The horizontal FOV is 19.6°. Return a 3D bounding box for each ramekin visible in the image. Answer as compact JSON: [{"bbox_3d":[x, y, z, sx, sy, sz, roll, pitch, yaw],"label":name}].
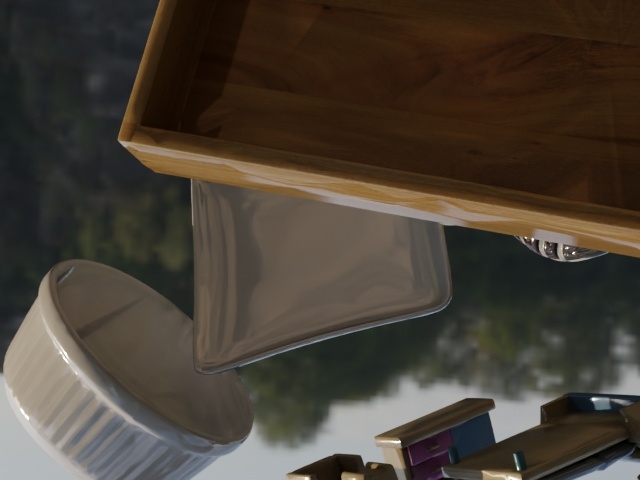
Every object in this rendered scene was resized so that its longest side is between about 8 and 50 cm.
[{"bbox_3d":[-0.213,0.155,1.960,0.273,0.127,0.273,38,-163,-14],"label":"ramekin"}]

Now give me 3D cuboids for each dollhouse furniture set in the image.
[{"bbox_3d":[0.180,0.290,1.873,0.286,0.198,0.303,-19,-173,-34],"label":"dollhouse furniture set"}]

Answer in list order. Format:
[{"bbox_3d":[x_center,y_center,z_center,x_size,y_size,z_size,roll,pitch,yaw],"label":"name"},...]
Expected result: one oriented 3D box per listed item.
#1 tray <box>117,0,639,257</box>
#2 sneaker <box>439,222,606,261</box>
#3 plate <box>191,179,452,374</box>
[{"bbox_3d":[0.088,-0.116,1.225,0.410,0.203,0.076,11,166,20],"label":"tray"},{"bbox_3d":[0.223,-0.058,1.682,0.162,0.106,0.281,-11,-163,-32],"label":"sneaker"},{"bbox_3d":[0.000,0.000,1.909,0.278,0.277,0.045,-17,140,16],"label":"plate"}]
